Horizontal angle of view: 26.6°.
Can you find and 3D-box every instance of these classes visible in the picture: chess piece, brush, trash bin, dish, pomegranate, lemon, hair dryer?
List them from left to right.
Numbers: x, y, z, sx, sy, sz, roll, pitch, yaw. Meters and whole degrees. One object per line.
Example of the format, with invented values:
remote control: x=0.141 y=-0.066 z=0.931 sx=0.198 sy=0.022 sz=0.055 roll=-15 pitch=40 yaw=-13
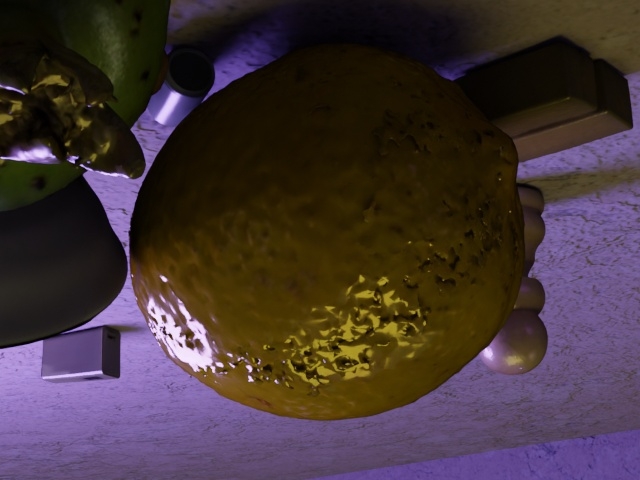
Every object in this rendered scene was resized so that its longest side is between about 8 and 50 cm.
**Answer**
dish: x=-0.271 y=-0.044 z=0.865 sx=0.317 sy=0.106 sz=0.316 roll=14 pitch=-160 yaw=-5
pomegranate: x=-0.166 y=-0.102 z=0.642 sx=0.211 sy=0.263 sz=0.211 roll=-12 pitch=125 yaw=-18
trash bin: x=-0.297 y=0.144 z=1.678 sx=0.092 sy=0.060 sz=0.043 roll=-9 pitch=162 yaw=24
hair dryer: x=-0.141 y=-0.113 z=0.942 sx=0.124 sy=0.037 sz=0.063 roll=8 pitch=160 yaw=-17
lemon: x=0.000 y=0.000 z=0.949 sx=0.310 sy=0.257 sz=0.258 roll=-21 pitch=156 yaw=38
brush: x=0.114 y=-0.087 z=1.054 sx=0.233 sy=0.047 sz=0.103 roll=-16 pitch=159 yaw=35
chess piece: x=0.170 y=0.041 z=1.269 sx=0.094 sy=0.170 sz=0.094 roll=-2 pitch=163 yaw=-1

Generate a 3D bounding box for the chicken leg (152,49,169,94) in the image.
chicken leg: x=-0.209 y=-0.122 z=0.830 sx=0.252 sy=0.087 sz=0.107 roll=3 pitch=-175 yaw=-38
